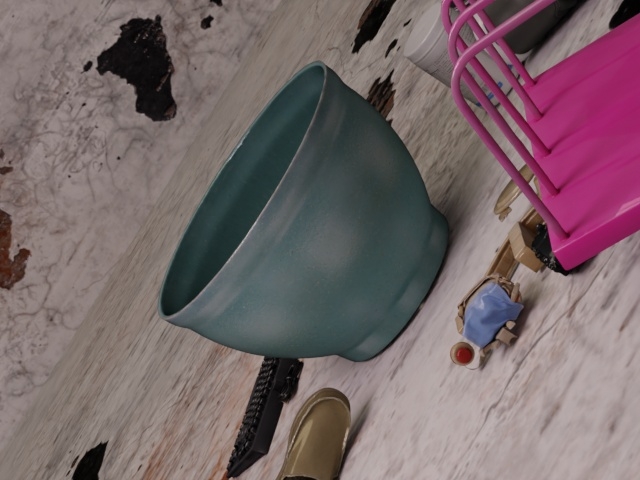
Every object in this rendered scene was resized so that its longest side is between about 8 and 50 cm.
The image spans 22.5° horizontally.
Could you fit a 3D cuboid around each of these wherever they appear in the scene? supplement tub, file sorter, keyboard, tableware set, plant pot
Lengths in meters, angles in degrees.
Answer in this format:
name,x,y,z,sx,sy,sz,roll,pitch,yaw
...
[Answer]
name,x,y,z,sx,sy,sz,roll,pitch,yaw
supplement tub,0.148,-0.190,1.665,0.071,0.107,0.071,-52,16,21
file sorter,0.204,-0.161,1.173,0.202,0.182,0.291,-31,23,18
keyboard,-0.056,0.168,1.762,0.108,0.023,0.180,-43,22,44
tableware set,0.207,-0.082,1.360,0.169,0.020,0.141,-52,5,-8
plant pot,0.000,0.000,1.581,0.293,0.196,0.293,-52,15,20

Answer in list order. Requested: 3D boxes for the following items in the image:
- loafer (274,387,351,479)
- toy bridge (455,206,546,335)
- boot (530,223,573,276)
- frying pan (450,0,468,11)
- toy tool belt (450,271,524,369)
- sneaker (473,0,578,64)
name,x,y,z,sx,sy,sz,roll,pitch,yaw
loafer,-0.008,0.207,1.474,0.148,0.056,0.050,-69,16,-4
toy bridge,0.173,0.005,1.349,0.188,0.026,0.063,-53,13,18
boot,0.208,-0.016,1.244,0.099,0.045,0.121,-53,8,9
frying pan,0.223,-0.375,1.932,0.197,0.053,0.326,-61,12,-10
toy tool belt,0.134,0.067,1.301,0.083,0.052,0.051,-58,6,1
sneaker,0.244,-0.326,1.662,0.147,0.104,0.296,-38,30,47
